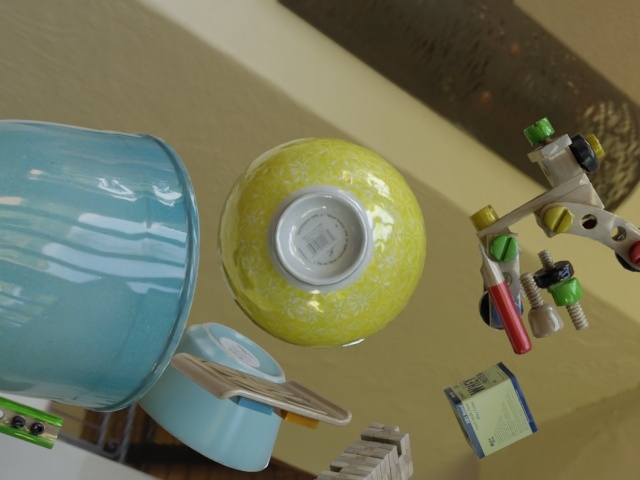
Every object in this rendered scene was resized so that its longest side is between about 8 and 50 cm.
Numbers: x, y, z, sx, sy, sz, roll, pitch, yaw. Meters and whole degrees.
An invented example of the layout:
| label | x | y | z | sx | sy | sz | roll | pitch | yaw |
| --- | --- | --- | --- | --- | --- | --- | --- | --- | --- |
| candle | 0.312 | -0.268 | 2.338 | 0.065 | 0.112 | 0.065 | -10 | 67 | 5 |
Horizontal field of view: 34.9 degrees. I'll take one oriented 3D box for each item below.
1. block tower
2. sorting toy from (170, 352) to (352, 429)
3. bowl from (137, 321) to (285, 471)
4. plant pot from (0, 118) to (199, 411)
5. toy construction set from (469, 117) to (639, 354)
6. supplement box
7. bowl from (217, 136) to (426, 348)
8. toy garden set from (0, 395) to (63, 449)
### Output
| label | x | y | z | sx | sy | sz | roll | pitch | yaw |
| --- | --- | --- | --- | --- | --- | --- | --- | --- | --- |
| block tower | 0.057 | 0.443 | 1.812 | 0.091 | 0.097 | 0.335 | 2 | -159 | 31 |
| sorting toy | -0.087 | 0.214 | 1.424 | 0.193 | 0.208 | 0.038 | 17 | -91 | 59 |
| bowl | -0.182 | 0.267 | 1.886 | 0.163 | 0.311 | 0.311 | -55 | -150 | 7 |
| plant pot | -0.290 | 0.010 | 0.908 | 0.271 | 0.255 | 0.272 | -15 | -110 | 47 |
| toy construction set | 0.272 | -0.018 | 1.311 | 0.257 | 0.237 | 0.309 | -22 | -174 | 31 |
| supplement box | 0.213 | 0.213 | 1.278 | 0.083 | 0.083 | 0.056 | -26 | -165 | -3 |
| bowl | 0.000 | 0.000 | 1.317 | 0.289 | 0.289 | 0.156 | -61 | 178 | -1 |
| toy garden set | -0.393 | 0.122 | 1.307 | 0.244 | 0.203 | 0.049 | -69 | -164 | -8 |
